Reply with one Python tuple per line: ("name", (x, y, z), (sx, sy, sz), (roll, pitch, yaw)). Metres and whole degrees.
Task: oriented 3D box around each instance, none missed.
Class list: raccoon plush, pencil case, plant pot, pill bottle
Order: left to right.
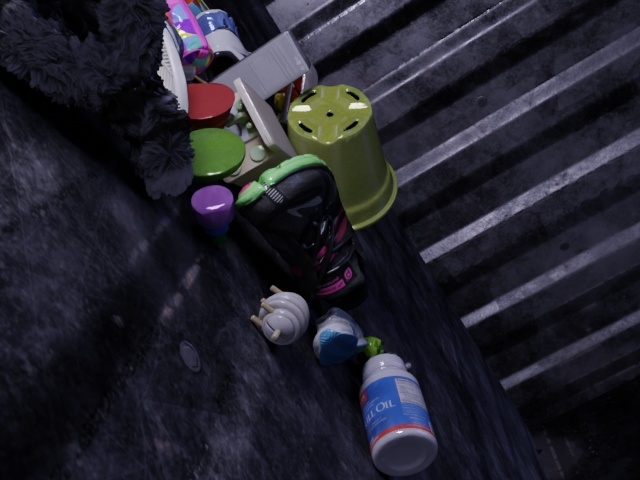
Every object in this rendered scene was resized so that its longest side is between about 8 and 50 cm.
("raccoon plush", (-0.340, -0.287, 1.031), (0.299, 0.216, 0.446), (-127, -155, -44))
("pencil case", (-0.306, -0.455, 1.545), (0.236, 0.104, 0.104), (63, 13, 10))
("plant pot", (0.031, -0.199, 1.682), (0.254, 0.276, 0.276), (80, -7, -51))
("pill bottle", (0.140, 0.326, 1.441), (0.124, 0.124, 0.221), (52, 14, -32))

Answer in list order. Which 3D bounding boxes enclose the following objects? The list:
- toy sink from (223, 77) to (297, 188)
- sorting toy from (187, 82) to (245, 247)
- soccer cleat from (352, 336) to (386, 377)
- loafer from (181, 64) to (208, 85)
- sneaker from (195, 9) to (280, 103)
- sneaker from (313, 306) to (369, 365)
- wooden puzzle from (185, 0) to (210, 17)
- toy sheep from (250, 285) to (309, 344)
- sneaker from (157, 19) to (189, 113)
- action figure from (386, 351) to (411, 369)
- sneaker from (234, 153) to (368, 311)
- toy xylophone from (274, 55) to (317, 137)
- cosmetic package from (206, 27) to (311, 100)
("toy sink", (-0.149, -0.199, 1.496), (0.153, 0.131, 0.234), (62, 8, 9))
("sorting toy", (-0.192, -0.126, 1.310), (0.126, 0.127, 0.365), (89, -10, -46))
("soccer cleat", (0.111, 0.278, 1.585), (0.060, 0.072, 0.179), (-49, 131, -52))
("loafer", (-0.270, -0.324, 1.466), (0.170, 0.061, 0.062), (40, 24, -55))
("sneaker", (-0.196, -0.386, 1.804), (0.315, 0.127, 0.182), (39, 33, -57))
("sneaker", (0.024, 0.179, 1.438), (0.092, 0.087, 0.229), (56, 4, 15))
("wooden puzzle", (-0.305, -0.575, 1.943), (0.221, 0.044, 0.238), (49, 17, -41))
("toy sheep", (-0.061, 0.125, 1.216), (0.091, 0.091, 0.132), (56, 27, -15))
("sneaker", (-0.269, -0.290, 1.234), (0.148, 0.131, 0.350), (28, 33, -59))
("action figure", (0.159, 0.305, 1.717), (0.232, 0.063, 0.137), (26, 38, -62))
("sneaker", (0.000, 0.000, 1.401), (0.202, 0.185, 0.483), (57, 5, 28))
("toy xylophone", (-0.074, -0.336, 1.837), (0.236, 0.081, 0.322), (53, 42, -68))
("cosmetic package", (-0.143, -0.351, 1.628), (0.107, 0.238, 0.127), (58, 10, -17))
